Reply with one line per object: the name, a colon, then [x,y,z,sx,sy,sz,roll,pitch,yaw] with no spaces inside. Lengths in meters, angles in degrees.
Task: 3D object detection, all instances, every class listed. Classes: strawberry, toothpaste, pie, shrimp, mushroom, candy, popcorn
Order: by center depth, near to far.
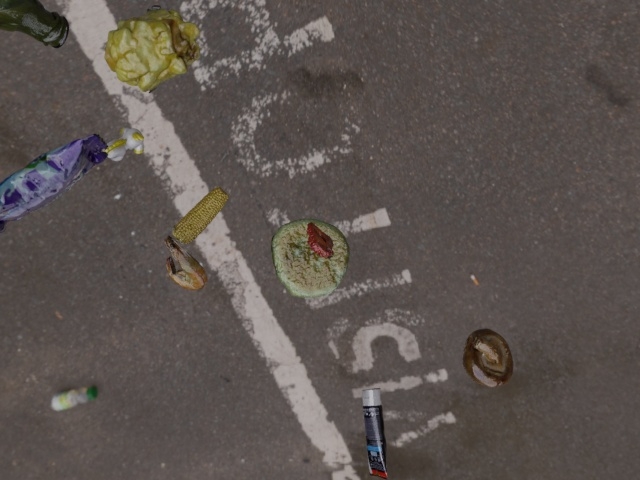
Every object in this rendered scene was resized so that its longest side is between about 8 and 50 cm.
candy: [-0.507,-0.100,0.950,0.275,0.145,0.070,-41,96,-13]
mushroom: [0.356,0.249,1.100,0.127,0.127,0.087,20,148,-13]
toothpaste: [0.124,0.441,1.200,0.045,0.194,0.071,3,163,-28]
popcorn: [-0.500,-0.580,1.576,0.252,0.286,0.215,-13,118,45]
strawberry: [0.002,-0.002,1.812,0.048,0.103,0.152,-39,76,39]
shrimp: [-0.502,0.088,1.892,0.150,0.068,0.249,-8,123,15]
pie: [-0.036,0.064,2.005,0.322,0.070,0.324,0,89,1]

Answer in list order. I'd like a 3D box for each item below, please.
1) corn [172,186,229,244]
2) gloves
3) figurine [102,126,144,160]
corn: [-0.452,-0.094,1.973,0.091,0.091,0.260,45,93,0]
gloves: [-0.630,-0.474,1.023,0.135,0.107,0.268,-17,149,31]
figurine: [-0.719,-0.340,1.872,0.178,0.129,0.109,-34,104,-21]
